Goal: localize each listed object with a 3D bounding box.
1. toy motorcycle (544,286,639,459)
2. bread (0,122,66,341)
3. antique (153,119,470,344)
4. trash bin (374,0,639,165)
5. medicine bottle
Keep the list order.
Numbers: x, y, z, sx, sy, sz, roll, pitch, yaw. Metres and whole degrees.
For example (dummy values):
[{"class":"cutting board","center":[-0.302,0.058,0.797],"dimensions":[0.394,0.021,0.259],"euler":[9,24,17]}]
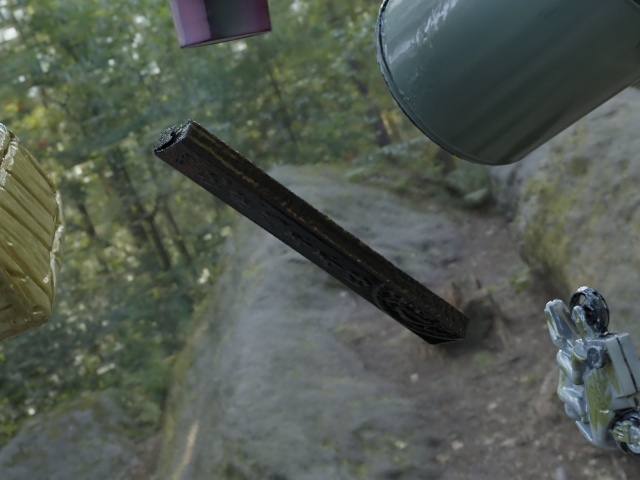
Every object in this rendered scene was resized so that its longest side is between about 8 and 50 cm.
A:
[{"class":"toy motorcycle","center":[0.343,0.174,1.371],"dimensions":[0.074,0.229,0.151],"euler":[-16,-15,-26]},{"class":"bread","center":[-0.308,-0.003,1.006],"dimensions":[0.106,0.140,0.236],"euler":[-26,34,9]},{"class":"antique","center":[0.000,0.000,0.562],"dimensions":[0.031,0.192,0.015],"euler":[-17,44,55]},{"class":"trash bin","center":[0.211,-0.220,1.029],"dimensions":[0.217,0.277,0.262],"euler":[-3,-23,-35]},{"class":"medicine bottle","center":[-0.095,-0.256,0.899],"dimensions":[0.094,0.188,0.119],"euler":[-3,12,40]}]
